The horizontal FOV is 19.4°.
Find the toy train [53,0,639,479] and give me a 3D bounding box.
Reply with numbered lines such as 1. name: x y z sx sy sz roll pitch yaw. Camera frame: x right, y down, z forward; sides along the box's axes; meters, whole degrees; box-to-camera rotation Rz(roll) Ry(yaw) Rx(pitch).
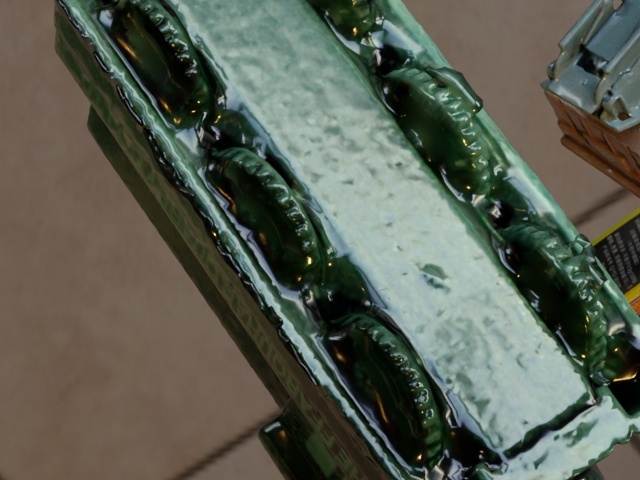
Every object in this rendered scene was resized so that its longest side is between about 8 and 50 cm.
1. toy train: 0.000 0.000 0.810 0.138 0.330 0.178 -29 164 -24

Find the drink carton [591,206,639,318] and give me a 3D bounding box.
1. drink carton: 0.171 0.033 1.042 0.166 0.056 0.071 -39 136 26

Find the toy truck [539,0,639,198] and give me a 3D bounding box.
1. toy truck: 0.313 -0.201 1.413 0.338 0.133 0.184 -49 145 -2
